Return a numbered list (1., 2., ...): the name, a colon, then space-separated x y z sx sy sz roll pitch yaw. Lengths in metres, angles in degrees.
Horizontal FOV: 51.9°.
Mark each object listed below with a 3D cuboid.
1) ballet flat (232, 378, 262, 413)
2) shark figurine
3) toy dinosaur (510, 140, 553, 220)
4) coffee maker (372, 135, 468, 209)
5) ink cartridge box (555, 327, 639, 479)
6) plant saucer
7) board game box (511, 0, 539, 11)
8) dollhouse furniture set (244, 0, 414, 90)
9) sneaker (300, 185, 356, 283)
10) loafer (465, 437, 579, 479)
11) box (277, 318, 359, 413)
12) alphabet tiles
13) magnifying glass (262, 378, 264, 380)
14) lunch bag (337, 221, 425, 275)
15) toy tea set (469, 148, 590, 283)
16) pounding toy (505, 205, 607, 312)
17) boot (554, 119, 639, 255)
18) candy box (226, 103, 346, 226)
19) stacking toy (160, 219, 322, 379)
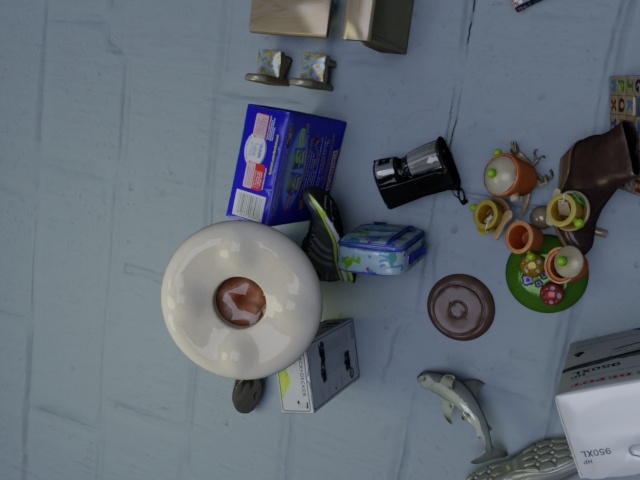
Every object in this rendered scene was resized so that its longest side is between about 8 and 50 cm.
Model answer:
1. ballet flat: -0.205 0.367 1.849 0.084 0.058 0.250 1 106 -11
2. shark figurine: 0.368 0.397 1.585 0.278 0.116 0.166 51 147 20
3. toy dinosaur: 0.479 -0.140 1.502 0.092 0.053 0.183 -9 85 41
4. coffee maker: 0.233 -0.139 1.569 0.178 0.120 0.171 -19 89 26
5. ink cartridge box: 0.636 0.291 1.278 0.285 0.395 0.166 -19 88 25
6. plant saucer: 0.339 0.166 1.606 0.168 0.029 0.168 3 96 25
7. board game box: 0.467 -0.615 1.444 0.141 0.048 0.170 -21 87 28
8. dollhouse furniture set: -0.010 -0.549 1.559 0.394 0.256 0.362 12 101 23
9. sneaker: 0.000 0.000 1.625 0.121 0.111 0.300 -13 125 10
10. loafer: 0.494 0.560 1.544 0.319 0.112 0.111 -31 105 25
11. box: -0.003 0.303 1.636 0.087 0.290 0.169 -6 94 25
12. alphabet tiles: 0.630 -0.214 1.334 0.009 0.198 0.237 -6 103 2
13. magnifying glass: -0.169 0.299 1.860 0.092 0.026 0.231 23 104 21
14. lunch bag: 0.151 0.019 1.571 0.176 0.219 0.090 7 105 25
15. toy tea set: 0.436 -0.050 1.390 0.336 0.124 0.200 45 121 46
16. pounding toy: 0.510 0.057 1.468 0.183 0.110 0.237 25 106 20
17. boot: 0.571 -0.103 1.355 0.090 0.207 0.248 3 78 -15
18. candy box: -0.076 -0.181 1.599 0.122 0.317 0.268 18 102 24
19. stacking toy: -0.148 0.097 1.589 0.350 0.480 0.351 1 100 6
